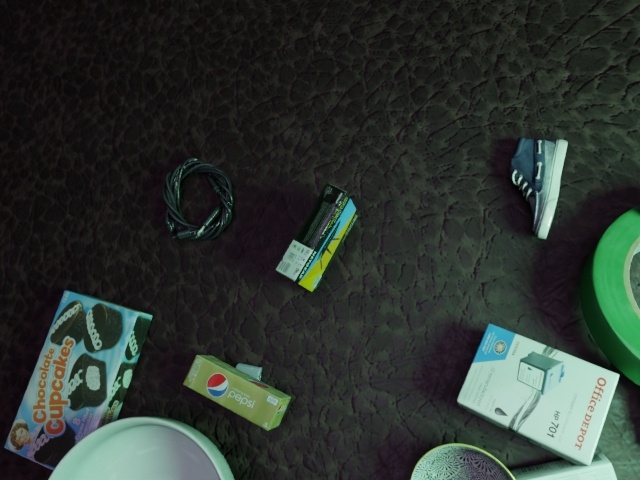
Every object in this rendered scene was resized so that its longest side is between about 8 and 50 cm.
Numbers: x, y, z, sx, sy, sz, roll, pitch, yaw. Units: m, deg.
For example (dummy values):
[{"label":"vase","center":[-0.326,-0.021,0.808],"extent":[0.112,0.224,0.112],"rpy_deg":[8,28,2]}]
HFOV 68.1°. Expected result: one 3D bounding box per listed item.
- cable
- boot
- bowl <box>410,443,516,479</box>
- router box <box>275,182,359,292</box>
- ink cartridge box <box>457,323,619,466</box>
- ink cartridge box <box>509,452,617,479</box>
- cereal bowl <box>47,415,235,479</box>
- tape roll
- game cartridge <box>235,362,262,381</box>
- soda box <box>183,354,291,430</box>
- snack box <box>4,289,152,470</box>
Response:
[{"label":"cable","center":[-0.258,-0.093,0.997],"extent":[0.150,0.047,0.184],"rpy_deg":[-7,73,12]},{"label":"boot","center":[0.375,-0.095,0.839],"extent":[0.086,0.069,0.190],"rpy_deg":[11,70,23]},{"label":"bowl","center":[0.229,0.386,0.723],"extent":[0.170,0.080,0.170],"rpy_deg":[-2,85,28]},{"label":"router box","center":[0.000,0.000,0.863],"extent":[0.046,0.133,0.179],"rpy_deg":[28,84,19]},{"label":"ink cartridge box","center":[0.328,0.233,0.727],"extent":[0.190,0.082,0.140],"rpy_deg":[19,73,29]},{"label":"ink cartridge box","center":[0.385,0.427,0.715],"extent":[0.145,0.045,0.179],"rpy_deg":[-16,90,8]},{"label":"cereal bowl","center":[-0.288,0.471,0.795],"extent":[0.339,0.141,0.339],"rpy_deg":[-2,73,7]},{"label":"tape roll","center":[0.566,0.086,0.695],"extent":[0.321,0.077,0.321],"rpy_deg":[-5,61,9]},{"label":"game cartridge","center":[-0.144,0.275,0.888],"extent":[0.056,0.017,0.083],"rpy_deg":[6,77,19]},{"label":"soda box","center":[-0.150,0.269,0.849],"extent":[0.181,0.061,0.058],"rpy_deg":[22,82,18]},{"label":"snack box","center":[-0.479,0.278,0.945],"extent":[0.187,0.060,0.322],"rpy_deg":[13,79,17]}]
